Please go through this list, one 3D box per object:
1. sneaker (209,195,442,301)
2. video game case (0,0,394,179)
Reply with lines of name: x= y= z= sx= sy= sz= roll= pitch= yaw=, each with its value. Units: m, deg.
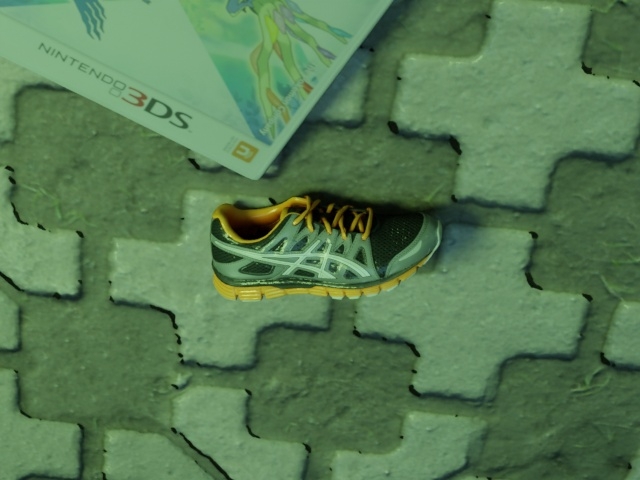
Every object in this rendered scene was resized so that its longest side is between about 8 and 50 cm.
sneaker: x=0.000 y=0.000 z=1.459 sx=0.215 sy=0.084 sz=0.083 roll=-8 pitch=122 yaw=11
video game case: x=-0.101 y=-0.219 z=1.304 sx=0.300 sy=0.036 sz=0.329 roll=26 pitch=130 yaw=-16
